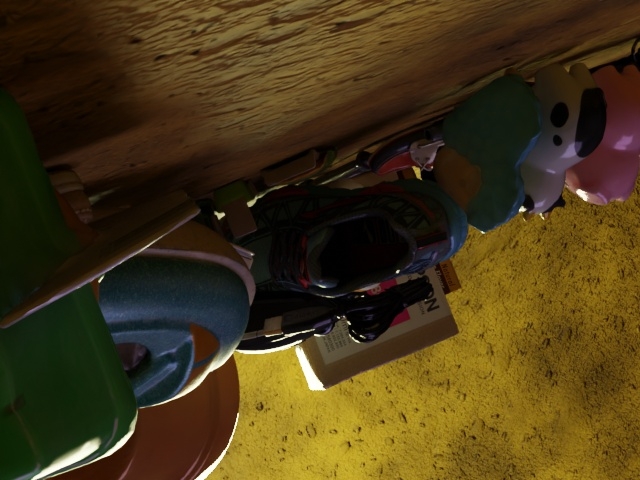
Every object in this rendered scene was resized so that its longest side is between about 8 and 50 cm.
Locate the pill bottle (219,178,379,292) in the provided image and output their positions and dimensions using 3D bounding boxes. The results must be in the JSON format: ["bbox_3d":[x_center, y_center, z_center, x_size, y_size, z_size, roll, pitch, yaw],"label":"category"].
[{"bbox_3d":[-0.045,0.016,1.434,0.216,0.121,0.121,-16,-179,28],"label":"pill bottle"}]

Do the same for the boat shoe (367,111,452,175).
[{"bbox_3d":[0.115,-0.095,1.364,0.137,0.043,0.049,-23,162,4],"label":"boat shoe"}]

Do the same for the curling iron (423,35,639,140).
[{"bbox_3d":[0.225,-0.152,1.327,0.274,0.035,0.068,-19,164,-15],"label":"curling iron"}]

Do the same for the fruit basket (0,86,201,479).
[{"bbox_3d":[-0.202,0.053,0.565,0.327,0.165,0.353,-21,-179,-6],"label":"fruit basket"}]

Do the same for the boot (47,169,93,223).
[{"bbox_3d":[-0.201,0.102,0.782,0.262,0.203,0.095,-37,173,0],"label":"boot"}]

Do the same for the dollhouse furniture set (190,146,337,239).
[{"bbox_3d":[-0.047,-0.033,1.236,0.152,0.058,0.076,-22,178,16],"label":"dollhouse furniture set"}]

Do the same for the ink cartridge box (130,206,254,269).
[{"bbox_3d":[-0.128,0.032,1.159,0.115,0.067,0.198,20,168,-6],"label":"ink cartridge box"}]

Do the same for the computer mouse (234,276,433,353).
[{"bbox_3d":[-0.031,0.084,1.283,0.262,0.060,0.184,-5,-175,20],"label":"computer mouse"}]

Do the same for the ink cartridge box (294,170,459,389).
[{"bbox_3d":[0.039,0.045,1.664,0.193,0.234,0.088,-22,179,-14],"label":"ink cartridge box"}]

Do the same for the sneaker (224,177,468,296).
[{"bbox_3d":[0.000,0.000,1.251,0.262,0.104,0.125,-12,-170,29],"label":"sneaker"}]

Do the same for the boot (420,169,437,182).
[{"bbox_3d":[0.184,-0.096,1.939,0.137,0.077,0.198,-15,162,-26],"label":"boot"}]

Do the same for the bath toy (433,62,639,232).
[{"bbox_3d":[0.266,-0.089,1.285,0.348,0.129,0.151,-10,161,-41],"label":"bath toy"}]

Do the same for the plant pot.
[{"bbox_3d":[-0.263,0.189,1.544,0.291,0.291,0.203,-22,177,16],"label":"plant pot"}]

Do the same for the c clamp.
[{"bbox_3d":[0.029,-0.074,1.446,0.137,0.022,0.161,-19,177,-46],"label":"c clamp"}]

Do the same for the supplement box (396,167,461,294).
[{"bbox_3d":[0.061,0.023,1.896,0.194,0.191,0.129,-21,178,-28],"label":"supplement box"}]

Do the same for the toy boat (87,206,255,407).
[{"bbox_3d":[-0.190,0.103,1.001,0.318,0.148,0.267,-39,154,29],"label":"toy boat"}]
